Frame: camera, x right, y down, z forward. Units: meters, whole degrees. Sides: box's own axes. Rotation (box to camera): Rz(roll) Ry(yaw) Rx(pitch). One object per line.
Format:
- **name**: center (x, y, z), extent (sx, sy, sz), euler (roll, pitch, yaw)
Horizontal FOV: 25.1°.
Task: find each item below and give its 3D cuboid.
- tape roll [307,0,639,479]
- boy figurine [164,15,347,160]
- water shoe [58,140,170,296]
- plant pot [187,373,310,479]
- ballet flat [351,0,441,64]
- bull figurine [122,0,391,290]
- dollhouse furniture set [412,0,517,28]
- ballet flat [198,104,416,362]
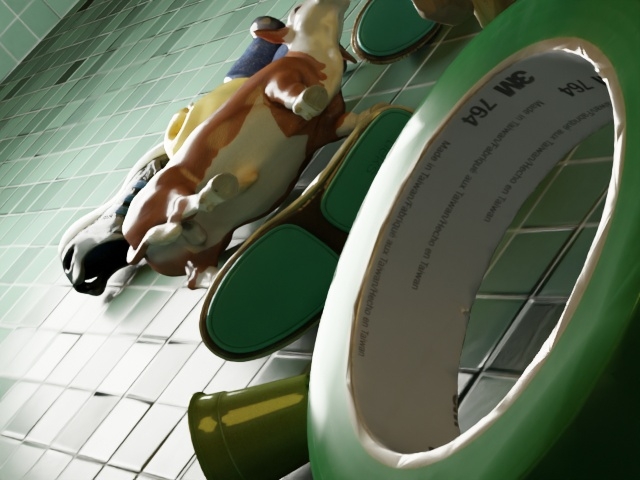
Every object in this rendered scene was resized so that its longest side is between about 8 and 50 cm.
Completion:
- **tape roll**: center (0.107, 0.018, 0.745), extent (0.321, 0.077, 0.321), euler (-49, 27, 36)
- **boy figurine**: center (-0.070, -0.102, 1.372), extent (0.177, 0.092, 0.285), euler (0, 47, 33)
- **water shoe**: center (-0.177, -0.020, 1.457), extent (0.203, 0.073, 0.080), euler (-42, 44, 13)
- **plant pot**: center (-0.033, 0.124, 0.937), extent (0.079, 0.083, 0.083), euler (-22, 27, 14)
- **ballet flat**: center (0.092, -0.232, 1.394), extent (0.206, 0.073, 0.067), euler (-51, -4, -26)
- **bull figurine**: center (-0.046, -0.086, 1.223), extent (0.310, 0.101, 0.188), euler (-52, 22, -6)
- **dollhouse furniture set**: center (0.209, -0.321, 0.862), extent (0.362, 0.257, 0.394), euler (-28, -5, 20)
- **ballet flat**: center (0.000, 0.000, 1.112), extent (0.248, 0.086, 0.086), euler (-46, 23, -12)
